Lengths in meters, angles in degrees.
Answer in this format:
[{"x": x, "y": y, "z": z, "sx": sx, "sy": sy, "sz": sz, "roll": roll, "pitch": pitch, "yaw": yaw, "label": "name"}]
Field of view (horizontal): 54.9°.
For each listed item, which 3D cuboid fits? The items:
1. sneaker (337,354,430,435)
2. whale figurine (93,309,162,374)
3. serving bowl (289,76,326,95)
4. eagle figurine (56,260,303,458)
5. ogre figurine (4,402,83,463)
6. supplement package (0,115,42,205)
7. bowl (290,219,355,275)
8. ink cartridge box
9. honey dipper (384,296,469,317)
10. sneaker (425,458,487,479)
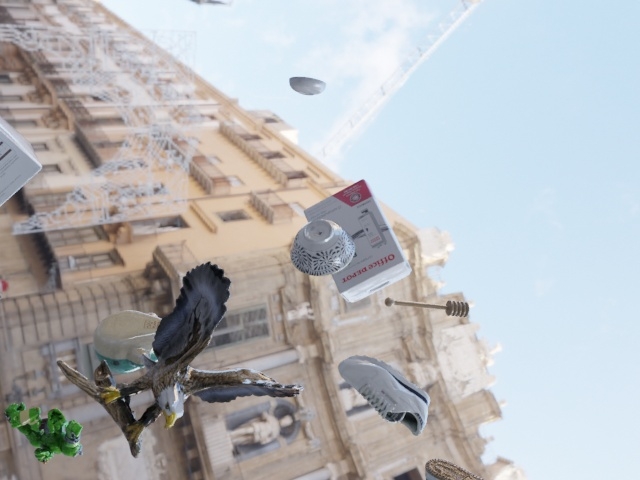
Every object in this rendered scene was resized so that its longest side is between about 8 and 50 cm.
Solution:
[{"x": 0.140, "y": 0.343, "z": 1.377, "sx": 0.235, "sy": 0.095, "sz": 0.090, "roll": 30, "pitch": -46, "yaw": -5, "label": "sneaker"}, {"x": -0.459, "y": 0.280, "z": 1.637, "sx": 0.216, "sy": 0.271, "sz": 0.141, "roll": -108, "pitch": -157, "yaw": -62, "label": "whale figurine"}, {"x": -0.030, "y": -0.336, "z": 1.354, "sx": 0.083, "sy": 0.083, "sz": 0.027, "roll": 10, "pitch": -87, "yaw": 56, "label": "serving bowl"}, {"x": -0.197, "y": 0.199, "z": 0.937, "sx": 0.225, "sy": 0.298, "sz": 0.226, "roll": 59, "pitch": 6, "yaw": 36, "label": "eagle figurine"}, {"x": -0.597, "y": 0.424, "z": 1.361, "sx": 0.097, "sy": 0.196, "sz": 0.118, "roll": -89, "pitch": 172, "yaw": -55, "label": "ogre figurine"}, {"x": -0.610, "y": -0.158, "z": 0.942, "sx": 0.263, "sy": 0.198, "sz": 0.199, "roll": 50, "pitch": -10, "yaw": -35, "label": "supplement package"}, {"x": 0.000, "y": 0.000, "z": 1.558, "sx": 0.170, "sy": 0.170, "sz": 0.080, "roll": 51, "pitch": -19, "yaw": 38, "label": "bowl"}, {"x": 0.105, "y": 0.002, "z": 1.751, "sx": 0.283, "sy": 0.207, "sz": 0.117, "roll": 66, "pitch": 8, "yaw": 24, "label": "ink cartridge box"}, {"x": 0.195, "y": 0.121, "z": 1.133, "sx": 0.030, "sy": 0.160, "sz": 0.031, "roll": -174, "pitch": -90, "yaw": -78, "label": "honey dipper"}, {"x": 0.369, "y": 0.662, "z": 1.496, "sx": 0.282, "sy": 0.099, "sz": 0.153, "roll": 18, "pitch": -67, "yaw": 48, "label": "sneaker"}]
